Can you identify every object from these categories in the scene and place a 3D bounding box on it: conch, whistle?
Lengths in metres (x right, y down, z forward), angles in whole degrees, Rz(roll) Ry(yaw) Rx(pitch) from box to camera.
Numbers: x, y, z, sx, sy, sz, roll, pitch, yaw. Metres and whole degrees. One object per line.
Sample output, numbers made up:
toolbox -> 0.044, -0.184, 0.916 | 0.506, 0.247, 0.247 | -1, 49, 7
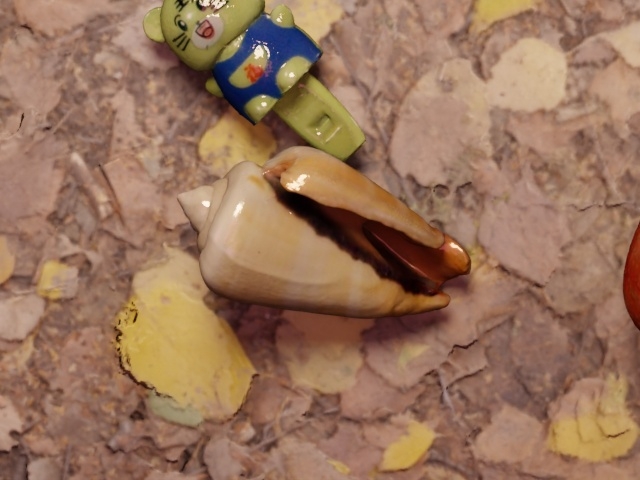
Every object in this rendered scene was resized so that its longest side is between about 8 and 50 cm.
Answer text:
conch -> -0.004, -0.006, 1.248 | 0.255, 0.127, 0.158 | 20, 112, -27
whistle -> -0.053, -0.152, 1.225 | 0.227, 0.085, 0.105 | 44, 109, -5

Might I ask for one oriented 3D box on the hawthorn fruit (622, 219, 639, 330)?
hawthorn fruit -> 0.339, 0.037, 1.199 | 0.169, 0.169, 0.188 | 8, 100, 2
